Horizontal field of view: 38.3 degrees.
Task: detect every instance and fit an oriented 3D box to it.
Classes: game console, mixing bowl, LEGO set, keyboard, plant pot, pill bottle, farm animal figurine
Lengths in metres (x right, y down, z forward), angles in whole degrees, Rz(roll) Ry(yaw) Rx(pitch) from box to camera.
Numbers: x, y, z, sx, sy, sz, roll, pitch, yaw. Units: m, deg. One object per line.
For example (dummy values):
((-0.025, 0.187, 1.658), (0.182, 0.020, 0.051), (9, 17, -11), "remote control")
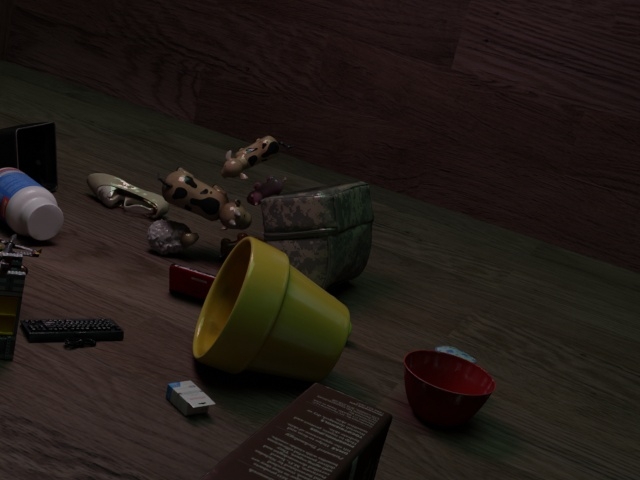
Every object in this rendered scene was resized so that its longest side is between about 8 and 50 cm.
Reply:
((-0.256, 0.091, 2.055), (0.144, 0.124, 0.085), (16, 43, 8), "game console")
((0.235, 0.293, 1.768), (0.181, 0.098, 0.181), (13, 18, -4), "mixing bowl")
((-0.639, 0.066, 1.632), (0.255, 0.192, 0.331), (9, 17, -15), "LEGO set")
((-0.463, 0.170, 1.735), (0.180, 0.023, 0.108), (2, 21, -33), "keyboard")
((-0.083, 0.153, 1.754), (0.239, 0.254, 0.254), (25, 14, -16), "plant pot")
((-0.700, -0.083, 2.179), (0.124, 0.124, 0.221), (-2, 22, -43), "pill bottle")
((-0.241, -0.108, 2.253), (0.327, 0.330, 0.172), (8, 8, -14), "farm animal figurine")
((-0.822, -0.219, 2.449), (0.167, 0.187, 0.188), (6, 15, 15), "plant pot")

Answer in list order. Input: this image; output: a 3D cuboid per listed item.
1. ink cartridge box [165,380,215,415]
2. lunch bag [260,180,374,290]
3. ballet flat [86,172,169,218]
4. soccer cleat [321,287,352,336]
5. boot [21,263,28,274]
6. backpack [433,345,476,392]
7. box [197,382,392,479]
((-0.223, 0.274, 1.580), (0.048, 0.028, 0.083), (-2, 23, -41), "ink cartridge box")
((0.000, 0.000, 2.261), (0.212, 0.256, 0.305), (-7, 5, 25), "lunch bag")
((-0.537, -0.117, 2.515), (0.248, 0.086, 0.086), (17, 17, 7), "ballet flat")
((-0.058, 0.139, 2.046), (0.289, 0.093, 0.121), (28, -22, 9), "soccer cleat")
((-0.660, 0.073, 1.860), (0.106, 0.037, 0.114), (1, 13, 3), "boot")
((0.260, 0.265, 1.906), (0.114, 0.084, 0.105), (23, 15, 39), "backpack")
((-0.042, 0.348, 1.211), (0.143, 0.191, 0.381), (20, 18, 20), "box")
